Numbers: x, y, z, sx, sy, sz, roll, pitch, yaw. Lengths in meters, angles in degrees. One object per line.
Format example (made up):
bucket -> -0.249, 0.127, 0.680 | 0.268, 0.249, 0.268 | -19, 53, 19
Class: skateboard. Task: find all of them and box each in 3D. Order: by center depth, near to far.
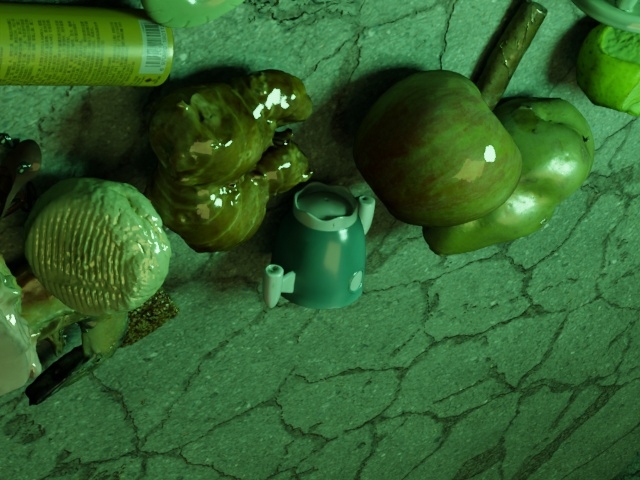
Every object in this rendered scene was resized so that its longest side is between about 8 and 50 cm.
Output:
skateboard -> -0.430, -0.081, 1.827 | 0.080, 0.067, 0.151 | -10, 145, -45

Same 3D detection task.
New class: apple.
apple -> 0.183, -0.138, 2.067 | 0.234, 0.257, 0.257 | -33, 145, 4

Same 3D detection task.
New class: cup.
cup -> 0.000, 0.000, 2.177 | 0.299, 0.167, 0.173 | -38, 145, -43

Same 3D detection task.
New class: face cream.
face cream -> -0.360, -0.246, 1.636 | 0.348, 0.105, 0.105 | -5, 136, -35

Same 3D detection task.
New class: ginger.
ginger -> -0.138, -0.117, 1.941 | 0.274, 0.152, 0.357 | -37, 151, -31

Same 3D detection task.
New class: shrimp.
shrimp -> -0.484, 0.192, 2.071 | 0.445, 0.085, 0.272 | -44, 138, 13

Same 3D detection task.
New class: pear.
pear -> 0.568, -0.323, 2.245 | 0.255, 0.164, 0.238 | -36, 156, 13

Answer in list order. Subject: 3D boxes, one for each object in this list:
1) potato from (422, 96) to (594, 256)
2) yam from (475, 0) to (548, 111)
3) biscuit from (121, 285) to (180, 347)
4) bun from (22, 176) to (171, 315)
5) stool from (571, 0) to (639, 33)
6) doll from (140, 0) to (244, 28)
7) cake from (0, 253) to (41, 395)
potato -> 0.317, -0.106, 2.255 | 0.351, 0.218, 0.202 | -41, 118, 8
yam -> 0.304, -0.294, 2.152 | 0.056, 0.057, 0.241 | -3, 136, -36
biscuit -> -0.324, 0.099, 2.147 | 0.131, 0.025, 0.231 | -33, 145, -1
bun -> -0.316, -0.003, 1.893 | 0.220, 0.220, 0.134 | -59, 180, 31
stool -> 0.495, -0.448, 2.002 | 0.195, 0.195, 0.199 | -13, 138, -27
doll -> -0.117, -0.376, 1.584 | 0.268, 0.216, 0.284 | -27, 147, 1
cake -> -0.550, 0.058, 1.674 | 0.293, 0.307, 0.314 | -28, 144, -5
